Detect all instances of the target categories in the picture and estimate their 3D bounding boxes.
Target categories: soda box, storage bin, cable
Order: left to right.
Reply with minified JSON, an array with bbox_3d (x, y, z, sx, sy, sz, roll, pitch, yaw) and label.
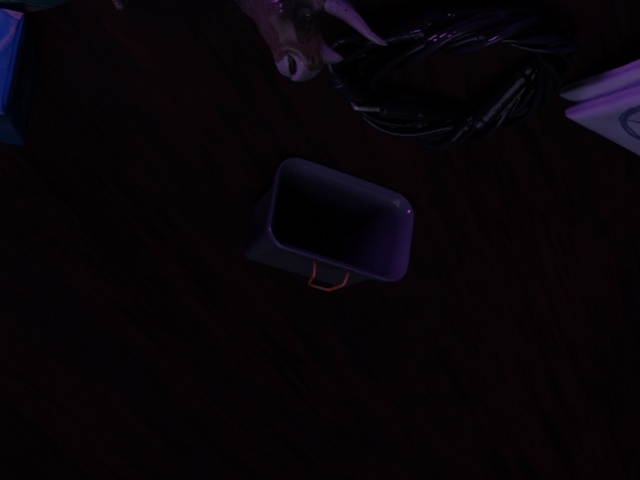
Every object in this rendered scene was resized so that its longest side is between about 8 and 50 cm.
[{"bbox_3d":[-0.239,-0.113,0.854,0.071,0.067,0.210,11,176,-10],"label":"soda box"},{"bbox_3d":[0.000,0.000,1.089,0.135,0.098,0.091,17,157,-22],"label":"storage bin"},{"bbox_3d":[0.104,-0.117,0.917,0.184,0.047,0.150,-8,147,18],"label":"cable"}]

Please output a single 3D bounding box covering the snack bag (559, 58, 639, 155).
[{"bbox_3d":[0.397,-0.077,0.878,0.323,0.037,0.342,23,162,-25],"label":"snack bag"}]

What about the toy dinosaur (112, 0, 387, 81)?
[{"bbox_3d":[-0.072,-0.228,0.718,0.160,0.121,0.313,-14,142,6],"label":"toy dinosaur"}]

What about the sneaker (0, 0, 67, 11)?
[{"bbox_3d":[-0.210,-0.242,0.683,0.121,0.108,0.302,-11,145,30],"label":"sneaker"}]
